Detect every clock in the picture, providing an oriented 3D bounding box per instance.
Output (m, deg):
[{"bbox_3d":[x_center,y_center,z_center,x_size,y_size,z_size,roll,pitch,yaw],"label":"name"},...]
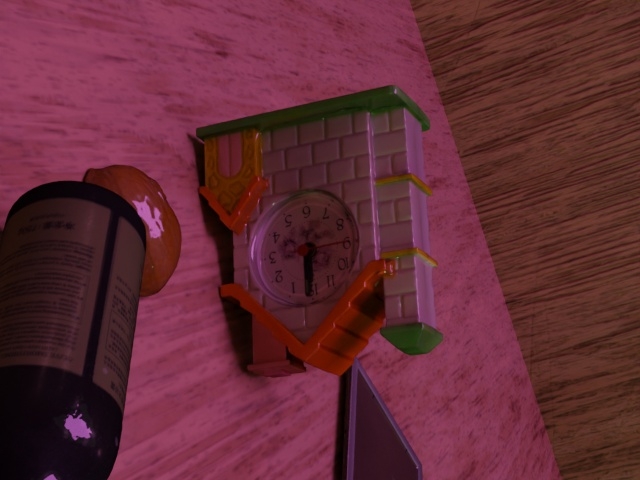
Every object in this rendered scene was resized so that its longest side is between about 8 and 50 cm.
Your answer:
[{"bbox_3d":[0.000,0.000,1.160,0.106,0.219,0.255,32,51,-61],"label":"clock"}]

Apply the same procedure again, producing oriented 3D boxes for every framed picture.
[{"bbox_3d":[0.072,0.309,1.372,0.296,0.019,0.232,-85,151,-51],"label":"framed picture"}]

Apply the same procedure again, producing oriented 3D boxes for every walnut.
[{"bbox_3d":[-0.149,-0.013,0.987,0.121,0.052,0.091,64,23,-17],"label":"walnut"}]

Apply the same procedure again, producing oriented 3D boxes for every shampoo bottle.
[{"bbox_3d":[-0.173,0.091,0.745,0.284,0.101,0.101,-90,155,-43],"label":"shampoo bottle"}]
